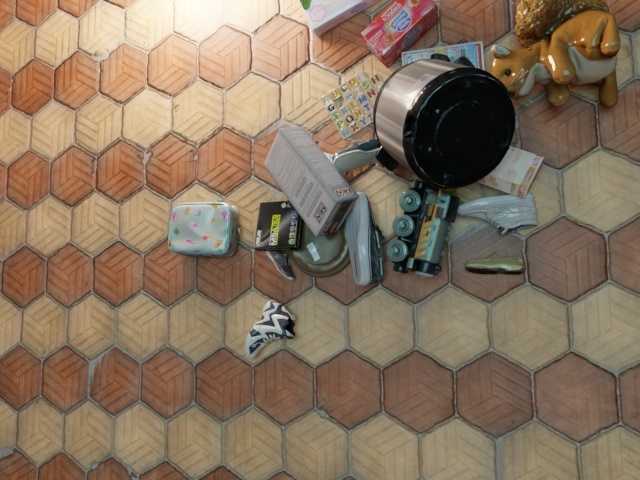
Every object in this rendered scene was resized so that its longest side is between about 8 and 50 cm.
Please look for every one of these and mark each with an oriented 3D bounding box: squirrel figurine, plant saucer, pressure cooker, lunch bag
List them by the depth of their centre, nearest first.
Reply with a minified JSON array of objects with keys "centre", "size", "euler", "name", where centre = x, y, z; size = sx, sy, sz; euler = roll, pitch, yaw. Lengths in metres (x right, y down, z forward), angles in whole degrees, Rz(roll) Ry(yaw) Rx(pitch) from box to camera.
[{"centre":[0.372,-0.397,1.649],"size":[0.369,0.420,0.376],"euler":[-11,117,-11],"name":"pressure cooker"},{"centre":[0.750,-0.625,1.677],"size":[0.370,0.281,0.397],"euler":[-7,68,26],"name":"squirrel figurine"},{"centre":[0.000,0.000,1.912],"size":[0.277,0.041,0.278],"euler":[-1,85,16],"name":"plant saucer"},{"centre":[-0.453,-0.047,2.013],"size":[0.279,0.108,0.224],"euler":[1,80,15],"name":"lunch bag"}]

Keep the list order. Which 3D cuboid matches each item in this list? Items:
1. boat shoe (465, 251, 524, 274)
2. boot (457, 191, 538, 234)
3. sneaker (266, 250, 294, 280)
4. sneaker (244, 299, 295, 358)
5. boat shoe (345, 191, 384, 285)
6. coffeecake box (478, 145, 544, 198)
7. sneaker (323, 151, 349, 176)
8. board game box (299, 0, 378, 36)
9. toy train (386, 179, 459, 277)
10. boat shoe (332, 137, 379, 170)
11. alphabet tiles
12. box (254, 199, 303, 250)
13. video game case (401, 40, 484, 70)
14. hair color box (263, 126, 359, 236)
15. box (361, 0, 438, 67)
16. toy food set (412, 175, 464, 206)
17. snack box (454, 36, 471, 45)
[{"centre":[0.587,0.075,1.727],"size":[0.189,0.068,0.072],"euler":[3,73,7],"name":"boat shoe"},{"centre":[0.595,-0.079,1.716],"size":[0.258,0.095,0.124],"euler":[-10,75,14],"name":"boot"},{"centre":[-0.142,0.080,1.936],"size":[0.065,0.061,0.158],"euler":[-40,76,2],"name":"sneaker"},{"centre":[-0.173,0.357,1.896],"size":[0.153,0.094,0.235],"euler":[26,82,26],"name":"sneaker"},{"centre":[0.168,-0.007,1.833],"size":[0.119,0.121,0.335],"euler":[-3,92,-24],"name":"boat shoe"},{"centre":[0.624,-0.239,1.703],"size":[0.185,0.068,0.142],"euler":[25,65,23],"name":"coffeecake box"},{"centre":[0.010,-0.293,1.919],"size":[0.228,0.092,0.087],"euler":[40,138,32],"name":"sneaker"},{"centre":[0.056,-1.013,1.986],"size":[0.318,0.066,0.318],"euler":[-27,78,12],"name":"board game box"},{"centre":[0.351,-0.036,1.744],"size":[0.190,0.142,0.334],"euler":[15,93,26],"name":"toy train"},{"centre":[0.145,-0.319,1.827],"size":[0.254,0.095,0.079],"euler":[-20,59,-22],"name":"boat shoe"},{"centre":[0.144,-0.526,1.940],"size":[0.237,0.009,0.198],"euler":[-31,77,12],"name":"alphabet tiles"},{"centre":[-0.155,-0.056,1.928],"size":[0.184,0.045,0.191],"euler":[-1,72,25],"name":"box"},{"centre":[0.440,-0.591,1.829],"size":[0.285,0.025,0.204],"euler":[-4,90,11],"name":"video game case"},{"centre":[-0.042,-0.217,1.839],"size":[0.374,0.113,0.185],"euler":[54,137,24],"name":"hair color box"},{"centre":[0.292,-0.780,1.863],"size":[0.257,0.122,0.128],"euler":[-41,76,8],"name":"box"},{"centre":[0.415,-0.179,1.809],"size":[0.132,0.038,0.192],"euler":[-31,77,11],"name":"toy food set"},{"centre":[0.474,-0.651,1.849],"size":[0.178,0.022,0.064],"euler":[-42,77,9],"name":"snack box"}]
